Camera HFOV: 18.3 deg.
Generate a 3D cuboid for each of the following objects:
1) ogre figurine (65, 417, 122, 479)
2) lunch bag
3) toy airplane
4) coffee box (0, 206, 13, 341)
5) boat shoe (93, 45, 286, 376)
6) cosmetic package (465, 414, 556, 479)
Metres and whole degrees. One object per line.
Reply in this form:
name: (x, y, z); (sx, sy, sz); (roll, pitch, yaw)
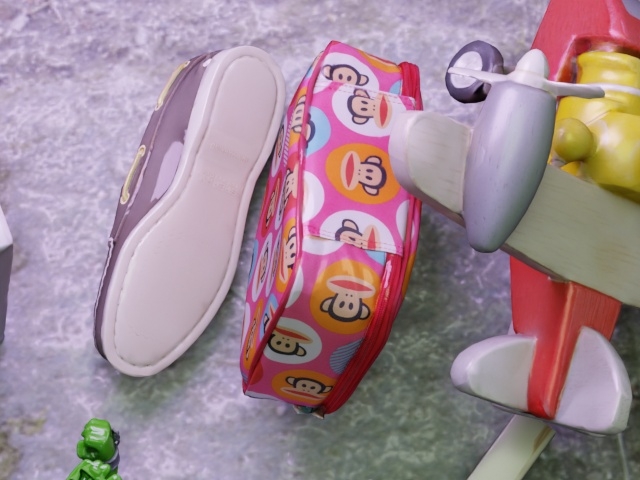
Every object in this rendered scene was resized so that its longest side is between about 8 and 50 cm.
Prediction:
ogre figurine: (-0.208, 0.264, 1.745); (0.097, 0.118, 0.197); (-10, 76, -5)
lunch bag: (0.000, 0.000, 1.749); (0.120, 0.258, 0.293); (14, 55, -10)
toy airplane: (0.249, -0.019, 1.696); (0.386, 0.272, 0.384); (-39, 105, -46)
coffee box: (-0.476, -0.048, 1.690); (0.338, 0.338, 0.334); (-19, 78, -14)
boat shoe: (-0.134, -0.029, 1.837); (0.117, 0.097, 0.324); (28, 76, -35)
cosmetic package: (0.161, 0.210, 1.794); (0.041, 0.060, 0.115); (37, 79, 7)
